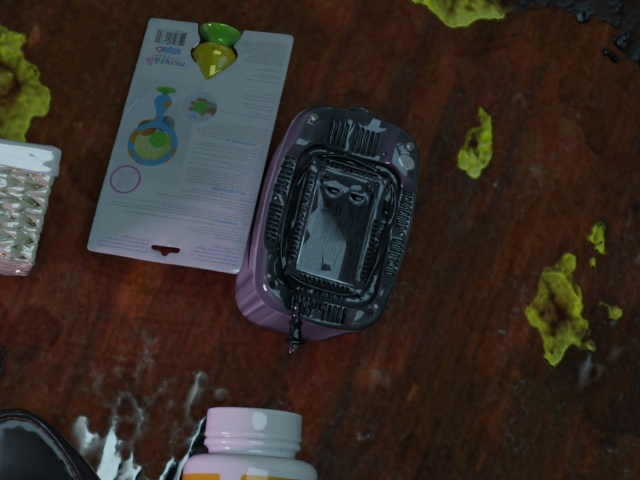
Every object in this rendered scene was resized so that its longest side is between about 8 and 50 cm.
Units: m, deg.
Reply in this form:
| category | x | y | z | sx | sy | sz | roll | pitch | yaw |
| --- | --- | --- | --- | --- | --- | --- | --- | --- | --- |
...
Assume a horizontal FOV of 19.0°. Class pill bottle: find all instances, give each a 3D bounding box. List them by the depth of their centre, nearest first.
| category | x | y | z | sx | sy | sz | roll | pitch | yaw |
| --- | --- | --- | --- | --- | --- | --- | --- | --- | --- |
| pill bottle | -0.063 | 0.253 | 1.631 | 0.117 | 0.117 | 0.215 | 6 | 79 | -13 |

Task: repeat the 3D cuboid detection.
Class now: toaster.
| category | x | y | z | sx | sy | sz | roll | pitch | yaw |
| --- | --- | --- | --- | --- | --- | --- | --- | --- | --- |
| toaster | 0.000 | 0.000 | 1.674 | 0.129 | 0.146 | 0.227 | 15 | 77 | -10 |

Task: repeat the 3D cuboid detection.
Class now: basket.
| category | x | y | z | sx | sy | sz | roll | pitch | yaw |
| --- | --- | --- | --- | --- | --- | --- | --- | --- | --- |
| basket | -0.312 | -0.034 | 1.622 | 0.167 | 0.113 | 0.103 | 9 | 81 | -12 |

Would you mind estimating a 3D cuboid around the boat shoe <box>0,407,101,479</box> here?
| category | x | y | z | sx | sy | sz | roll | pitch | yaw |
| --- | --- | --- | --- | --- | --- | --- | --- | --- | --- |
| boat shoe | -0.196 | 0.296 | 1.575 | 0.132 | 0.130 | 0.355 | -23 | 80 | -18 |

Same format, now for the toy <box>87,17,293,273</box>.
| category | x | y | z | sx | sy | sz | roll | pitch | yaw |
| --- | --- | --- | --- | --- | --- | --- | --- | --- | --- |
| toy | -0.111 | -0.080 | 1.702 | 0.137 | 0.056 | 0.237 | 8 | 69 | 9 |
